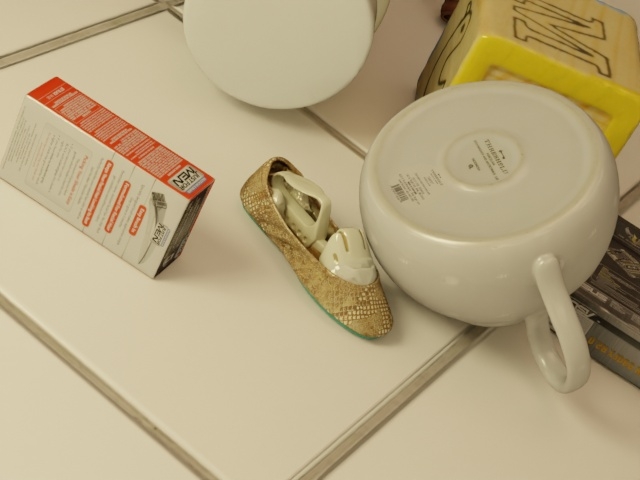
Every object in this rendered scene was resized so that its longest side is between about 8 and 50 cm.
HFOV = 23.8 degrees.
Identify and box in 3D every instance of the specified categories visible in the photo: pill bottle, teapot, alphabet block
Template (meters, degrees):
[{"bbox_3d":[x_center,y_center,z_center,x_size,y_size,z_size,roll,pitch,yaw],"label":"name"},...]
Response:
[{"bbox_3d":[-0.031,-0.319,1.628,0.224,0.224,0.392,20,34,-11],"label":"pill bottle"},{"bbox_3d":[0.161,-0.009,1.406,0.252,0.187,0.256,12,51,23],"label":"teapot"},{"bbox_3d":[0.219,-0.157,1.622,0.193,0.192,0.197,21,34,-7],"label":"alphabet block"}]

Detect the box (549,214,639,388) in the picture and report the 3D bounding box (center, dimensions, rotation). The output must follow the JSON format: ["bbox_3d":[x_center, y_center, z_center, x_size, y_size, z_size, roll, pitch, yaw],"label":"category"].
[{"bbox_3d":[0.343,0.081,1.515,0.231,0.056,0.183,33,34,7],"label":"box"}]

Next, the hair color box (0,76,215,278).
[{"bbox_3d":[-0.184,-0.054,1.295,0.167,0.093,0.053,34,35,8],"label":"hair color box"}]

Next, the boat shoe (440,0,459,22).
[{"bbox_3d":[0.228,-0.254,1.876,0.178,0.064,0.060,31,65,8],"label":"boat shoe"}]

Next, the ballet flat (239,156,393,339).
[{"bbox_3d":[0.000,0.000,1.373,0.073,0.067,0.206,-17,54,-45],"label":"ballet flat"}]
